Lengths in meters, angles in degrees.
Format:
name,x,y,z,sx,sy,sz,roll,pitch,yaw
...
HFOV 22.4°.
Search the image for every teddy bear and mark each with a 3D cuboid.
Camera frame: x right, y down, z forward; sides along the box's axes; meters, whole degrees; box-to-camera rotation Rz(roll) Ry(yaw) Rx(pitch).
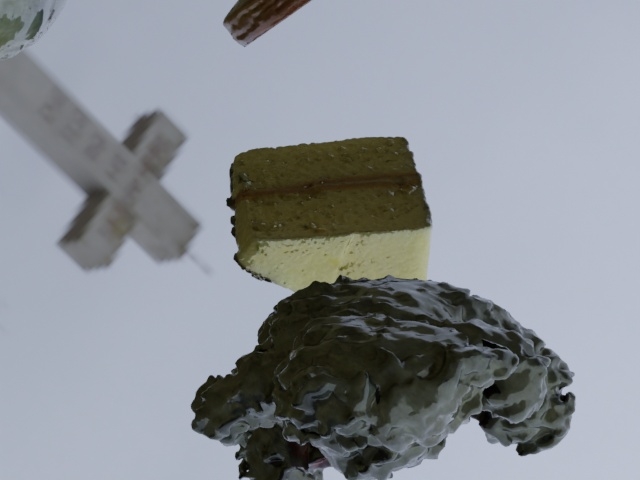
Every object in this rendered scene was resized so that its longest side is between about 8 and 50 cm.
name,x,y,z,sx,sy,sz,roll,pitch,yaw
teddy bear,0.046,0.148,1.484,0.357,0.224,0.367,-11,-173,11

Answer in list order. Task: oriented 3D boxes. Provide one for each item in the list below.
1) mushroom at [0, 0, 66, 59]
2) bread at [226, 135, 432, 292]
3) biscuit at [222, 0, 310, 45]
name,x,y,z,sx,sy,sz,roll,pitch,yaw
mushroom,-0.290,-0.261,1.381,0.267,0.164,0.189,-57,170,-62
bread,0.000,0.000,2.003,0.236,0.198,0.263,1,-150,-6
biscuit,0.018,-0.301,1.702,0.277,0.052,0.262,-32,-172,19
